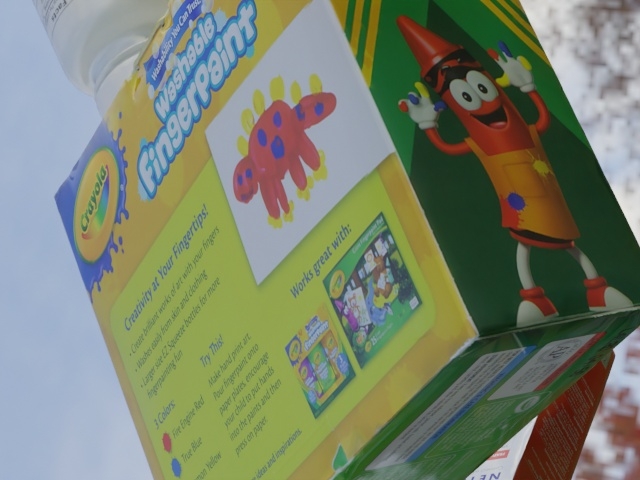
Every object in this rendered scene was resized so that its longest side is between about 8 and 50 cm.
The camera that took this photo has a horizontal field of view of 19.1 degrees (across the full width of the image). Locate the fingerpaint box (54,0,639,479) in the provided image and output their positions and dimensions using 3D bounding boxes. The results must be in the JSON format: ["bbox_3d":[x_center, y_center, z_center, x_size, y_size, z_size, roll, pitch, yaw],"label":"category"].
[{"bbox_3d":[0.000,0.000,1.354,0.163,0.445,0.371,-8,-117,-32],"label":"fingerpaint box"}]

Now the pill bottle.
[{"bbox_3d":[-0.165,-0.191,1.583,0.131,0.131,0.229,37,-157,-59],"label":"pill bottle"}]

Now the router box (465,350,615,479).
[{"bbox_3d":[0.095,0.203,1.879,0.082,0.335,0.301,61,-145,-23],"label":"router box"}]
